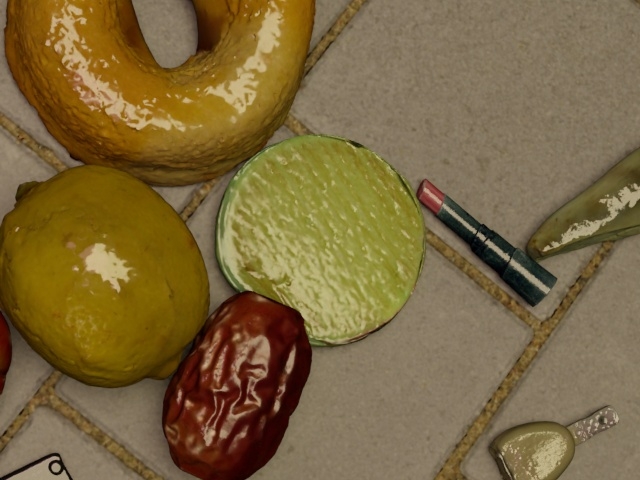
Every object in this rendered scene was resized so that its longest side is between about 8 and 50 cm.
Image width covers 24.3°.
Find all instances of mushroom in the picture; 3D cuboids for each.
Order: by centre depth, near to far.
[{"bbox_3d":[0.442,-0.062,2.122,0.333,0.087,0.107,-39,87,-12],"label":"mushroom"}]

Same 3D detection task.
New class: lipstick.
[{"bbox_3d":[0.228,-0.004,2.079,0.234,0.053,0.053,42,75,-2],"label":"lipstick"}]

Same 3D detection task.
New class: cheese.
[{"bbox_3d":[0.331,0.281,2.061,0.192,0.037,0.097,-24,88,-15],"label":"cheese"}]

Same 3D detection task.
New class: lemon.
[{"bbox_3d":[-0.272,0.047,1.853,0.261,0.260,0.284,-15,84,-15],"label":"lemon"}]

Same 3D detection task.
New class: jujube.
[{"bbox_3d":[-0.109,0.189,1.903,0.174,0.174,0.250,21,85,-9],"label":"jujube"}]

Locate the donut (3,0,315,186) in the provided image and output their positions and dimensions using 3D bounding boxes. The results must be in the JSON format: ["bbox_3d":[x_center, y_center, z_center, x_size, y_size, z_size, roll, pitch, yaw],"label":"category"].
[{"bbox_3d":[-0.184,-0.275,1.967,0.435,0.163,0.377,-25,89,-16],"label":"donut"}]

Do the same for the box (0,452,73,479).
[{"bbox_3d":[-0.363,0.351,1.894,0.125,0.027,0.126,-26,87,-15],"label":"box"}]

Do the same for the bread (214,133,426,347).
[{"bbox_3d":[0.002,-0.005,2.029,0.301,0.045,0.301,2,82,-15],"label":"bread"}]

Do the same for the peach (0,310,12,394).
[{"bbox_3d":[-0.493,0.124,1.850,0.196,0.226,0.189,-17,121,-47],"label":"peach"}]
